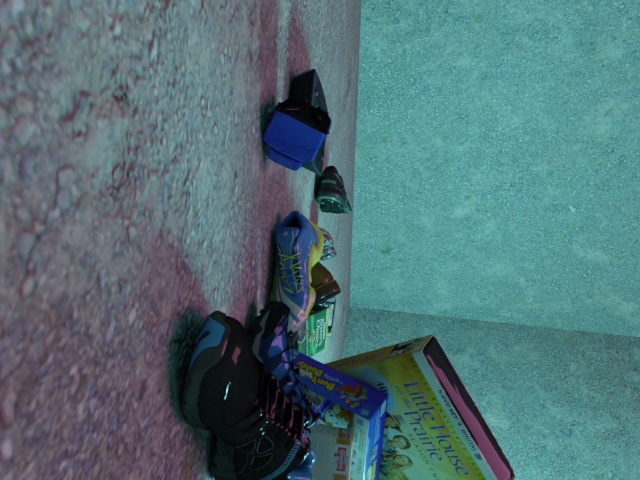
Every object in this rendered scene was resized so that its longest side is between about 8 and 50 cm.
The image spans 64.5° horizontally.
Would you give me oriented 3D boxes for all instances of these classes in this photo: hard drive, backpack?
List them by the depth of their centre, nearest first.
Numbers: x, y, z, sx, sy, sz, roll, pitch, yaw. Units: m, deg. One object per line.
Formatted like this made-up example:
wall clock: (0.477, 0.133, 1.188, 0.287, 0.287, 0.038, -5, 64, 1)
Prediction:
backpack: (-0.041, -0.181, 0.841, 0.101, 0.098, 0.120, -55, -170, 31)
hard drive: (-0.024, -0.243, 1.084, 0.254, 0.054, 0.172, 35, 61, -82)

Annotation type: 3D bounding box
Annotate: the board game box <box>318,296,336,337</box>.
board game box: (-0.008, 0.200, 1.418, 0.170, 0.048, 0.141, 28, 68, -69)

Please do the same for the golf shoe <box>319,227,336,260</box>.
golf shoe: (0.000, 0.000, 1.481, 0.186, 0.067, 0.086, 71, -1, -73)

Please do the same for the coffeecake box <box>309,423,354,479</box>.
coffeecake box: (-0.039, 0.399, 0.890, 0.068, 0.185, 0.143, 23, 72, -82)

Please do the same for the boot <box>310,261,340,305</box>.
boot: (-0.022, 0.095, 1.186, 0.115, 0.112, 0.305, 61, -12, 10)

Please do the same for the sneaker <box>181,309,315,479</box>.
sneaker: (-0.077, 0.209, 0.637, 0.341, 0.139, 0.125, 86, 13, -46)

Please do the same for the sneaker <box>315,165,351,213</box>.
sneaker: (0.046, -0.146, 1.549, 0.267, 0.101, 0.106, 58, 36, -79)

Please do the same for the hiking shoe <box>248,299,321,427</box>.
hiking shoe: (-0.060, 0.253, 0.831, 0.113, 0.132, 0.304, 32, 63, -82)

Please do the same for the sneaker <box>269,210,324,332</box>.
sneaker: (-0.063, 0.048, 0.955, 0.126, 0.091, 0.240, 58, 34, -48)

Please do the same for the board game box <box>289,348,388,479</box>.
board game box: (0.006, 0.416, 1.051, 0.078, 0.233, 0.347, -36, 136, -47)

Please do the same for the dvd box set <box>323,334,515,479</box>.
dvd box set: (0.129, 0.376, 1.031, 0.062, 0.420, 0.308, -35, 96, -47)

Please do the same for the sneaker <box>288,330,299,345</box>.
sneaker: (-0.064, 0.152, 1.057, 0.061, 0.053, 0.152, 81, 15, -74)

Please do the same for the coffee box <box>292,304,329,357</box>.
coffee box: (-0.032, 0.228, 1.241, 0.184, 0.040, 0.113, -4, 99, -67)
